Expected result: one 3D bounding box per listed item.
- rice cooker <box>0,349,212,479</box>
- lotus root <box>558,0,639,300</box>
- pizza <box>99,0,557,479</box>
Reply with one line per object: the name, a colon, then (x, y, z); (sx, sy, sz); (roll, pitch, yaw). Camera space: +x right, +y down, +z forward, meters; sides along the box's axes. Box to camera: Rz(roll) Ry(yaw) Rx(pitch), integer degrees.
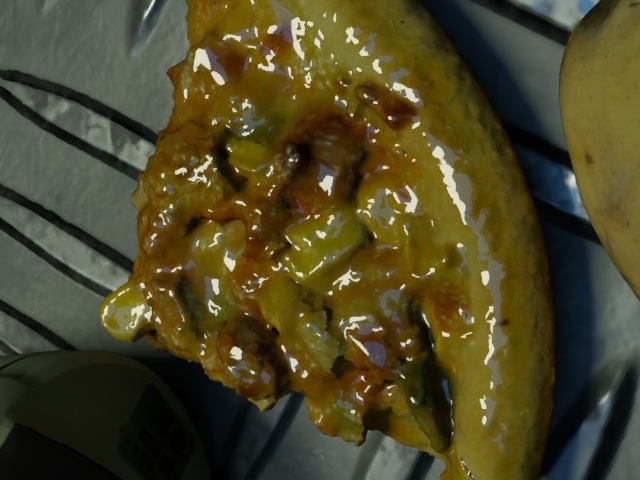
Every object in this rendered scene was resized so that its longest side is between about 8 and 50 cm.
rice cooker: (-0.182, 0.166, 0.459); (0.244, 0.226, 0.225); (-7, 92, 30)
lotus root: (0.160, -0.056, 0.326); (0.125, 0.118, 0.220); (-18, 90, 9)
pizza: (0.019, -0.027, 0.417); (0.258, 0.087, 0.268); (20, 102, 20)
